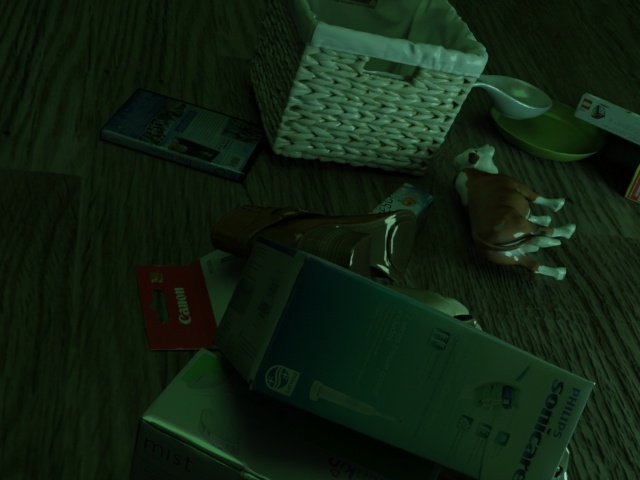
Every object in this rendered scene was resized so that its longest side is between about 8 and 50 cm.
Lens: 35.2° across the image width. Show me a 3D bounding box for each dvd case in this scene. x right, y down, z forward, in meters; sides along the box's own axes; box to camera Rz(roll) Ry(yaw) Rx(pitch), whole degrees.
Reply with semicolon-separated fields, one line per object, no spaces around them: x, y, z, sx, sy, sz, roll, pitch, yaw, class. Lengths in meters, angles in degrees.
-0.227;-0.184;1.732;0.253;0.022;0.180;17;33;3;dvd case

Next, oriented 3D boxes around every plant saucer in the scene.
0.453;-0.223;2.043;0.240;0.037;0.241;11;35;-8;plant saucer

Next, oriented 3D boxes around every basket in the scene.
0.066;-0.315;1.801;0.328;0.267;0.331;7;34;-20;basket

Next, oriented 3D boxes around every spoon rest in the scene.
0.338;-0.284;1.979;0.276;0.084;0.137;-10;42;-31;spoon rest

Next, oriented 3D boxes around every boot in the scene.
0.000;0.000;1.421;0.220;0.109;0.283;11;17;26;boot

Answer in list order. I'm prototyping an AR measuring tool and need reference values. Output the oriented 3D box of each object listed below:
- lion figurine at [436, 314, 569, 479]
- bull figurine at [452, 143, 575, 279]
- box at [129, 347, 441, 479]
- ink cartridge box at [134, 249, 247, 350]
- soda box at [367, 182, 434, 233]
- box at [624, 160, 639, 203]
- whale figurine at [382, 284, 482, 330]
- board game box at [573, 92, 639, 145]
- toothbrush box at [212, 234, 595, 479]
0.090;0.225;1.162;0.392;0.240;0.142;-5;11;-2;lion figurine
0.312;-0.050;1.682;0.188;0.101;0.310;15;34;-4;bull figurine
-0.049;0.269;0.971;0.261;0.231;0.127;23;35;12;box
-0.129;0.072;1.380;0.224;0.056;0.181;3;36;-20;ink cartridge box
0.112;-0.024;1.600;0.058;0.063;0.183;28;36;17;soda box
0.699;-0.081;1.894;0.232;0.087;0.058;25;35;13;box
0.110;0.133;1.341;0.216;0.141;0.272;8;6;23;whale figurine
0.629;-0.211;1.976;0.193;0.053;0.305;30;14;26;board game box
0.067;0.115;0.954;0.295;0.126;0.216;25;-2;-14;toothbrush box
